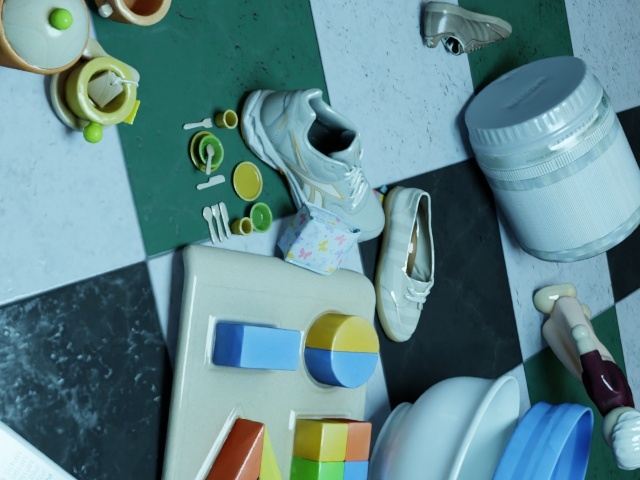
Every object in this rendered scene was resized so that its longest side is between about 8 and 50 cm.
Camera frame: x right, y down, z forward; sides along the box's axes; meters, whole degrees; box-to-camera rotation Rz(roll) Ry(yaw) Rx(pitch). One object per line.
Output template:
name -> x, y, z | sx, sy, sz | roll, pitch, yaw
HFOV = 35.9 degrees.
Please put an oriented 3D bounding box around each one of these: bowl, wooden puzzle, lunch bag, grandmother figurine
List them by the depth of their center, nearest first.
wooden puzzle -> -0.037, 0.191, 1.175 | 0.322, 0.080, 0.347 | 11, 78, -46
lunch bag -> 0.000, 0.000, 1.227 | 0.083, 0.053, 0.071 | 21, 114, -29
bowl -> 0.150, 0.300, 1.297 | 0.298, 0.134, 0.297 | -42, 140, -50
wooden puzzle -> 0.081, -0.040, 1.378 | 0.049, 0.006, 0.083 | 26, 68, -43
bowl -> 0.295, 0.415, 1.421 | 0.391, 0.077, 0.391 | -43, 142, -48
grandmother figurine -> 0.443, 0.221, 1.560 | 0.208, 0.104, 0.342 | 40, 21, -30

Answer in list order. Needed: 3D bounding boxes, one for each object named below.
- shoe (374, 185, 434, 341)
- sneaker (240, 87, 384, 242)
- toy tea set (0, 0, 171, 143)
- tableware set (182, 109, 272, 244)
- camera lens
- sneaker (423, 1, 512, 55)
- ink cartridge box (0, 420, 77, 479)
shoe -> 0.120, 0.034, 1.371 | 0.077, 0.058, 0.219 | 1, 91, -46
sneaker -> 0.017, -0.087, 1.229 | 0.262, 0.121, 0.099 | 45, 56, -35
toy tea set -> -0.206, -0.273, 0.970 | 0.200, 0.124, 0.336 | 25, 77, -42
tableware set -> -0.103, -0.076, 1.169 | 0.104, 0.024, 0.154 | -22, 102, -47
camera lens -> 0.371, -0.119, 1.544 | 0.219, 0.219, 0.274 | -53, 124, -36
sneaker -> 0.222, -0.319, 1.531 | 0.188, 0.066, 0.071 | 3, 101, -42
ink cartridge box -> -0.350, 0.156, 0.729 | 0.306, 0.226, 0.131 | 51, 53, -31
